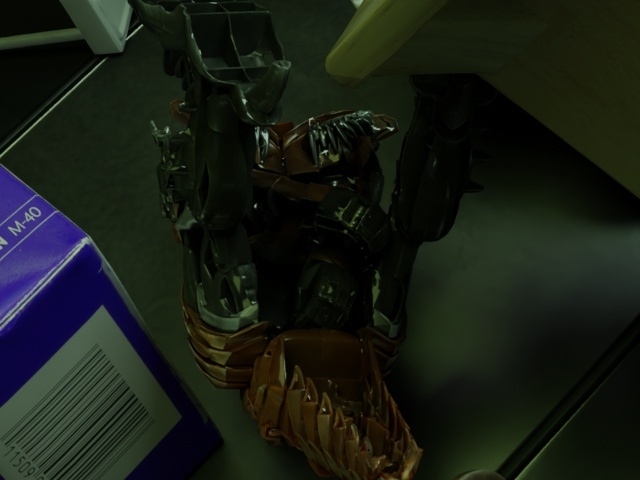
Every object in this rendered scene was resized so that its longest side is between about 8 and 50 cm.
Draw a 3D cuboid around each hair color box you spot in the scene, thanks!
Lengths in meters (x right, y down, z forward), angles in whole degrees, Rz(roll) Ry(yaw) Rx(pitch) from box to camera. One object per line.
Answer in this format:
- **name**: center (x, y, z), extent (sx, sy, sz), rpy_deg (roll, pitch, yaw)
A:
- **hair color box**: center (-0.215, -0.001, 0.845), extent (0.339, 0.185, 0.110), rpy_deg (34, 72, 33)

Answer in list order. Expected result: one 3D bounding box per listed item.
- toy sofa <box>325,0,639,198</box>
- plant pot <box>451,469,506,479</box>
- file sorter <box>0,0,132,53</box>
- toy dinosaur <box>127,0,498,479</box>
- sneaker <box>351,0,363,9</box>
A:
- **toy sofa**: center (0.200, -0.052, 0.641), extent (0.362, 0.150, 0.177), rpy_deg (37, 53, -10)
- **plant pot**: center (-0.012, 0.174, 0.681), extent (0.165, 0.167, 0.167), rpy_deg (-3, 55, 25)
- **file sorter**: center (-0.226, -0.259, 0.975), extent (0.173, 0.278, 0.193), rpy_deg (-5, 55, 20)
- **toy dinosaur**: center (0.000, 0.000, 0.752), extent (0.164, 0.218, 0.322), rpy_deg (-9, 32, -33)
- **sneaker**: center (0.128, -0.117, 0.872), extent (0.235, 0.094, 0.153), rpy_deg (20, 23, 0)
